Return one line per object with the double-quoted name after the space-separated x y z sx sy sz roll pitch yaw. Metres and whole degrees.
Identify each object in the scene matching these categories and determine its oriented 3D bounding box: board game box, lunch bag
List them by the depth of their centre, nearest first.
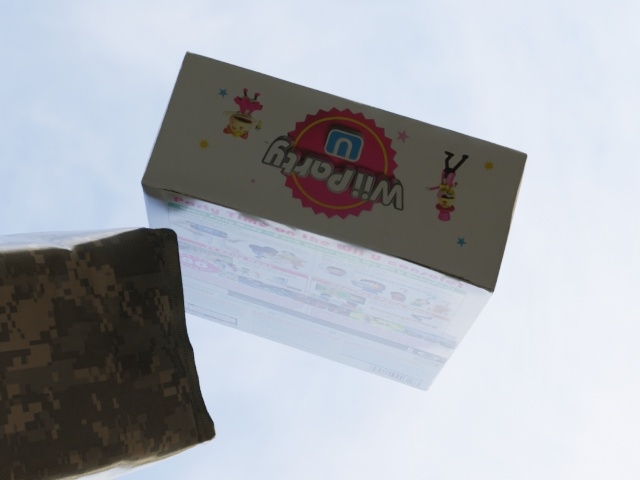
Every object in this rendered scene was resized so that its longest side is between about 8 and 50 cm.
-0.253 0.095 0.943 0.235 0.287 0.169 -6 -96 -52 "lunch bag"
0.000 0.000 1.060 0.303 0.224 0.097 105 -178 -74 "board game box"
